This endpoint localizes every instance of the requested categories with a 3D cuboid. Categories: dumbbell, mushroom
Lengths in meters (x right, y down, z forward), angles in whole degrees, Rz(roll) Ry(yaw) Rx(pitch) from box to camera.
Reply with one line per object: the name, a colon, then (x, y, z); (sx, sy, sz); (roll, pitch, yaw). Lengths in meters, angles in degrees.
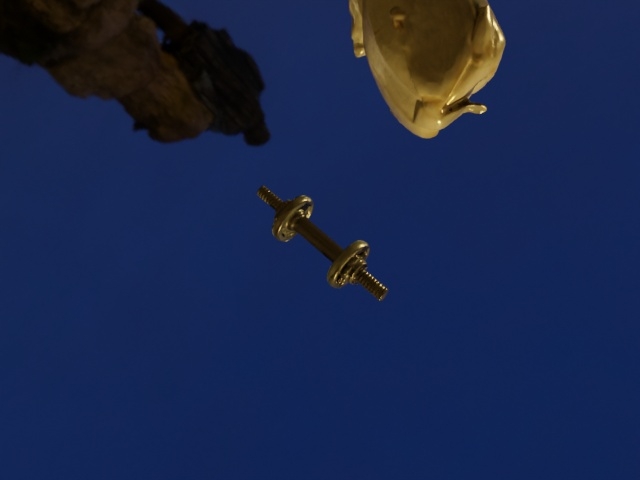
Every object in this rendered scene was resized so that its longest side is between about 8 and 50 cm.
dumbbell: (0.000, 0.000, 1.184); (0.254, 0.081, 0.081); (41, -94, 21)
mushroom: (0.067, -0.193, 0.575); (0.099, 0.096, 0.278); (128, -40, -51)
